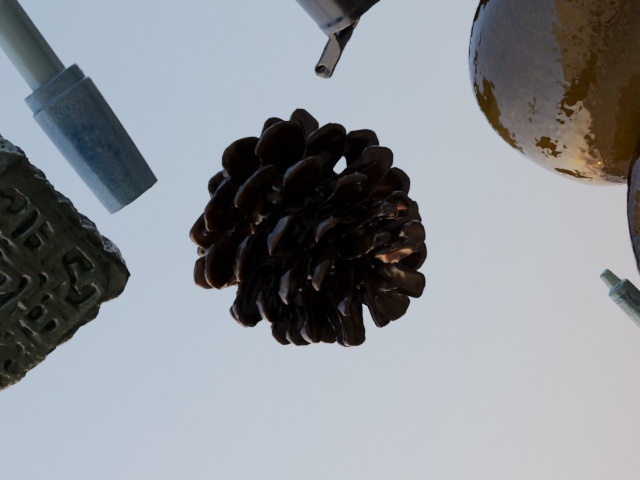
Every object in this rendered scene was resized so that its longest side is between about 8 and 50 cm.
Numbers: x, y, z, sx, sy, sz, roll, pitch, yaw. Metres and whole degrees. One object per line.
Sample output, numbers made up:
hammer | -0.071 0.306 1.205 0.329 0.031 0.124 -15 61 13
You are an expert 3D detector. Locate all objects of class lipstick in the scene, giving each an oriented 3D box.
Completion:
lipstick | -0.258 -0.152 1.834 0.274 0.068 0.061 54 -177 -9

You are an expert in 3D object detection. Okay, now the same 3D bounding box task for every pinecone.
pinecone | 0.000 0.000 1.584 0.208 0.207 0.208 3 -90 -72

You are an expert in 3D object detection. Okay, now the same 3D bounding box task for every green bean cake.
green bean cake | -0.278 0.024 1.662 0.181 0.173 0.094 50 179 -18

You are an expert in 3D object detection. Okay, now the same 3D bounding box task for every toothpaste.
toothpaste | 0.397 0.106 2.230 0.197 0.048 0.029 45 -135 -4

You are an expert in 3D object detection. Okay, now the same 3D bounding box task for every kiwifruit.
kiwifruit | 0.209 -0.157 1.338 0.234 0.196 0.196 -67 -9 23

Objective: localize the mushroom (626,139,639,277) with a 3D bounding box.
mushroom | 0.239 -0.019 1.252 0.127 0.087 0.127 10 101 63

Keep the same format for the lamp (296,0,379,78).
lamp | -0.006 -0.282 1.743 0.227 0.172 0.147 44 -142 -18
